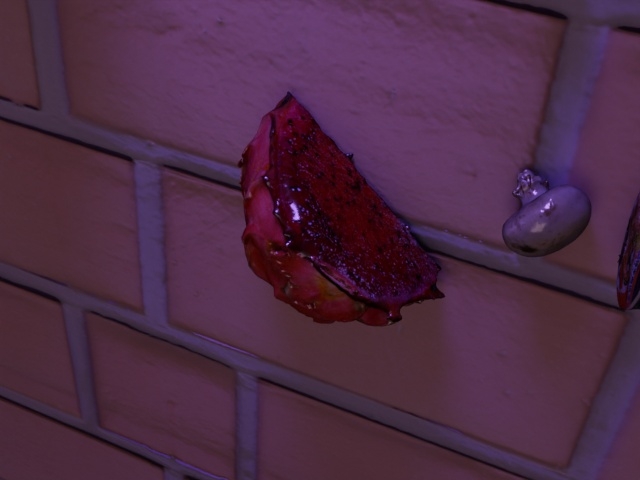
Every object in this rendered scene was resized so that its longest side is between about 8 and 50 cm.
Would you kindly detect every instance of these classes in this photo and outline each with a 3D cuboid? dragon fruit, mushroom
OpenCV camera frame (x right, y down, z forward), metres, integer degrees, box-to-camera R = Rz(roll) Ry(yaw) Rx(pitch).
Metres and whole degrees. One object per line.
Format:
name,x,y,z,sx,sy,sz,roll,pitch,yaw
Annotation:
dragon fruit,0.000,0.000,0.861,0.262,0.163,0.189,46,159,-10
mushroom,0.202,-0.028,0.776,0.085,0.085,0.079,-45,68,42

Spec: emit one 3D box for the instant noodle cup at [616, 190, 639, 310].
instant noodle cup,0.334,0.015,0.708,0.135,0.127,0.127,14,129,8
